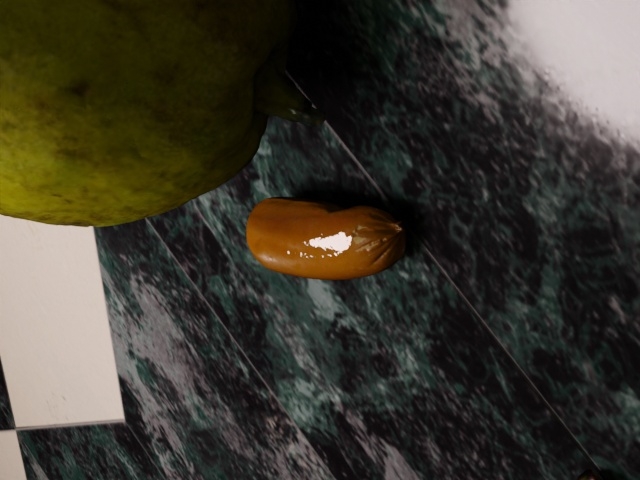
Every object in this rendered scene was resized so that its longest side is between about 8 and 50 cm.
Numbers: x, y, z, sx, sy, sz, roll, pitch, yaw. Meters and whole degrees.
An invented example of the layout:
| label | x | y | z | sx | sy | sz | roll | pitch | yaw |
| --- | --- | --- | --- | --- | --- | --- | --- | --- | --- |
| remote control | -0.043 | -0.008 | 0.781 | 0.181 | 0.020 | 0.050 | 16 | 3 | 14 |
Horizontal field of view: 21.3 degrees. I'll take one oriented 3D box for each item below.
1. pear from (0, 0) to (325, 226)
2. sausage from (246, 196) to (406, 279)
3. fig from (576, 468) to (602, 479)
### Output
| label | x | y | z | sx | sy | sz | roll | pitch | yaw |
| --- | --- | --- | --- | --- | --- | --- | --- | --- | --- |
| pear | -0.168 | -0.147 | 1.156 | 0.375 | 0.287 | 0.287 | 22 | 138 | 14 |
| sausage | 0.000 | 0.000 | 1.217 | 0.062 | 0.054 | 0.183 | 45 | 159 | -30 |
| fig | 0.172 | 0.274 | 1.070 | 0.186 | 0.142 | 0.148 | 45 | 125 | 7 |
